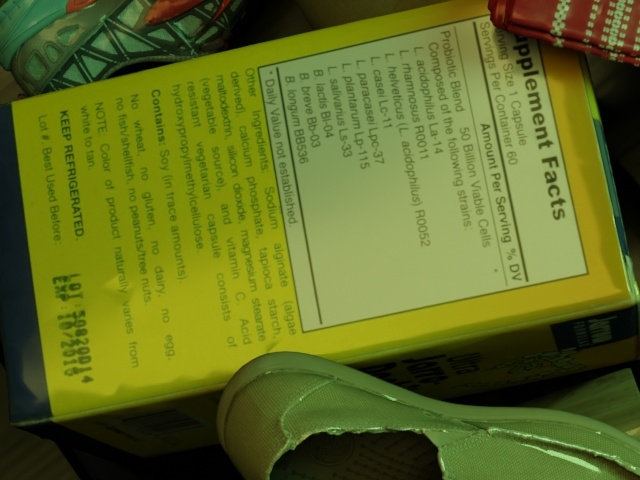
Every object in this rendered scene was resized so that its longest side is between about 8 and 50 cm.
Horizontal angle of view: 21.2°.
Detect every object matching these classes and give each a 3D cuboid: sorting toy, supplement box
[{"bbox_3d":[0.125,0.135,1.017,0.274,0.132,0.046,-20,97,8],"label":"sorting toy"},{"bbox_3d":[0.000,0.000,1.035,0.356,0.195,0.194,-12,75,8],"label":"supplement box"}]

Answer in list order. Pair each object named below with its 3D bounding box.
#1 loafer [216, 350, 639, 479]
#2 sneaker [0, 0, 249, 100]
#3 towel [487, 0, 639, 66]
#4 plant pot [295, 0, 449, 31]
[{"bbox_3d":[0.073,0.138,0.900,0.268,0.092,0.102,14,112,-6],"label":"loafer"},{"bbox_3d":[-0.094,-0.165,1.159,0.261,0.104,0.125,-29,101,-5],"label":"sneaker"},{"bbox_3d":[0.242,-0.168,0.947,0.274,0.031,0.199,15,73,-3],"label":"towel"},{"bbox_3d":[0.039,-0.263,1.032,0.256,0.256,0.274,-8,111,9],"label":"plant pot"}]
